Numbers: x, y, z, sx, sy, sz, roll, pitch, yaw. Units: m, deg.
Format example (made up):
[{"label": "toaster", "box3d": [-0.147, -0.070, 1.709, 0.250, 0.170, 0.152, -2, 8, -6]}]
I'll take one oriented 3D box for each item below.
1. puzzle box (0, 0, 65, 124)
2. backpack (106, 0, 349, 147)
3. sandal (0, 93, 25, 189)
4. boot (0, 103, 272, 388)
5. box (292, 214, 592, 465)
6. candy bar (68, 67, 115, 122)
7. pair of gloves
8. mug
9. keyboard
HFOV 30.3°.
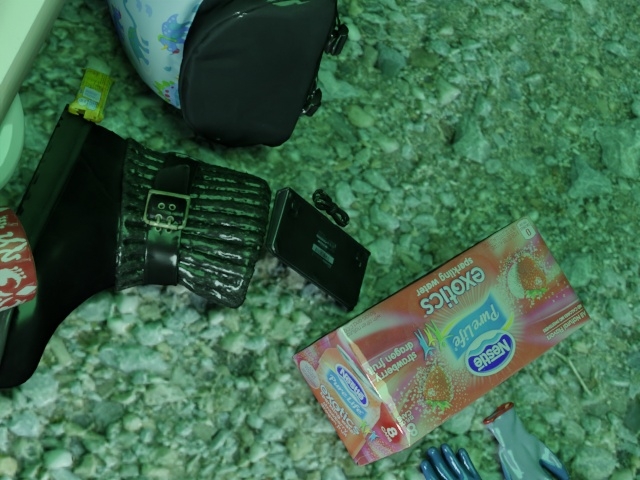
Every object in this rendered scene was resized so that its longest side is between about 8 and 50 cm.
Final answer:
[{"label": "puzzle box", "box3d": [-0.389, -0.269, 1.170, 0.272, 0.052, 0.408, 23, 76, 7]}, {"label": "backpack", "box3d": [-0.133, -0.319, 1.327, 0.274, 0.290, 0.355, 0, 64, -15]}, {"label": "sandal", "box3d": [-0.453, -0.198, 1.232, 0.169, 0.102, 0.416, -43, 79, -11]}, {"label": "boot", "box3d": [-0.203, 0.036, 1.243, 0.260, 0.131, 0.347, 24, 63, -14]}, {"label": "box", "box3d": [0.142, 0.114, 1.360, 0.300, 0.142, 0.154, -28, 85, -29]}, {"label": "candy bar", "box3d": [-0.251, -0.164, 1.301, 0.040, 0.018, 0.161, 21, 20, -14]}, {"label": "pair of gloves", "box3d": [0.205, 0.292, 1.393, 0.198, 0.023, 0.159, -26, 81, -30]}, {"label": "mug", "box3d": [-0.355, 0.016, 1.053, 0.169, 0.113, 0.150, -17, 79, -27]}, {"label": "keyboard", "box3d": [0.000, 0.000, 1.358, 0.180, 0.023, 0.108, 38, 60, -48]}]
